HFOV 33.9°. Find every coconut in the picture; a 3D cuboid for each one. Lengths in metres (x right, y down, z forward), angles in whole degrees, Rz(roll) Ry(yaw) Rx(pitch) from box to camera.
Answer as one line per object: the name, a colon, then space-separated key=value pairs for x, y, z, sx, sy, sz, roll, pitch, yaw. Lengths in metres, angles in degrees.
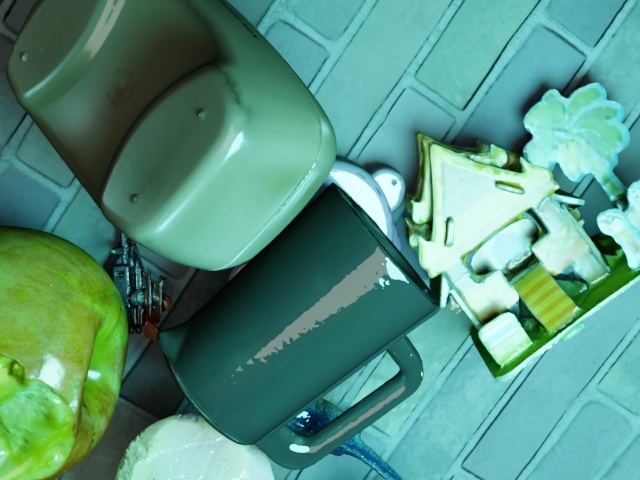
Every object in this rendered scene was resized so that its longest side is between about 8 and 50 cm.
coconut: x=-0.178 y=0.371 z=1.467 sx=0.233 sy=0.245 sz=0.233 roll=4 pitch=63 yaw=-7

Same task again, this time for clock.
clock: x=0.000 y=0.000 z=1.453 sx=0.227 sy=0.090 sz=0.248 roll=14 pitch=101 yaw=-8

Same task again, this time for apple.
apple: x=-0.412 y=0.145 z=1.331 sx=0.339 sy=0.339 sz=0.340 roll=-1 pitch=104 yaw=-4

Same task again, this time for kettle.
kettle: x=-0.015 y=0.114 z=1.352 sx=0.308 sy=0.203 sz=0.262 roll=-41 pitch=138 yaw=7

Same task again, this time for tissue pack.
tissue pack: x=-0.167 y=-0.156 z=1.263 sx=0.267 sy=0.277 sz=0.387 roll=-49 pitch=62 yaw=13

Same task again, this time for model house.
model house: x=0.277 y=-0.050 z=1.386 sx=0.357 sy=0.242 sz=0.313 roll=-36 pitch=101 yaw=7

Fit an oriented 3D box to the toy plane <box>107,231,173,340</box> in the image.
toy plane: x=-0.268 y=0.048 z=1.460 sx=0.130 sy=0.061 sz=0.189 roll=-4 pitch=103 yaw=28

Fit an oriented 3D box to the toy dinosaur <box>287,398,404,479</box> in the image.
toy dinosaur: x=-0.008 y=0.254 z=1.493 sx=0.363 sy=0.147 sz=0.076 roll=30 pitch=100 yaw=-2
